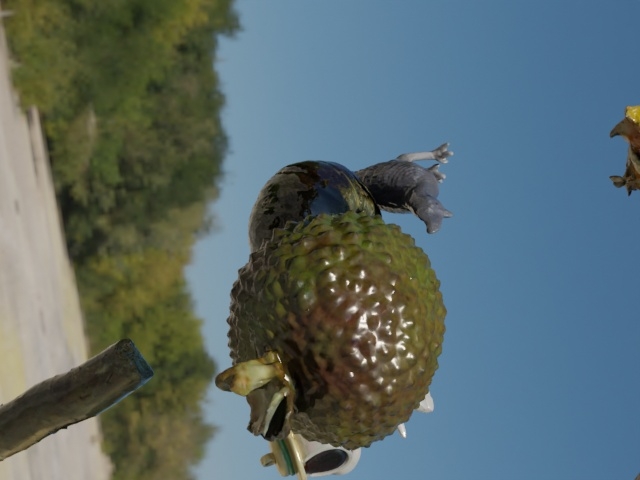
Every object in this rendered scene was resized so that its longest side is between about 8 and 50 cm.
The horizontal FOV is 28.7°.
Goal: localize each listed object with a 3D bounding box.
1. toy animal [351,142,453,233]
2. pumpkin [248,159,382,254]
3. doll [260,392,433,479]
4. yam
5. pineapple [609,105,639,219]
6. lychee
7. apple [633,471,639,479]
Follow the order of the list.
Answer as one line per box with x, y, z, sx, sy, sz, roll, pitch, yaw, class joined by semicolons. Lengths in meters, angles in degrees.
0.115;-0.093;1.956;0.367;0.206;0.081;18;-54;48;toy animal
0.002;-0.001;1.850;0.159;0.238;0.238;-11;-93;40;pumpkin
0.043;0.310;2.130;0.271;0.208;0.144;-42;-121;31;doll
-0.343;0.214;1.605;0.071;0.317;0.067;52;26;-17;yam
0.426;-0.094;1.400;0.236;0.186;0.114;11;48;-54;pineapple
0.015;0.108;1.440;0.270;0.320;0.270;40;-18;15;lychee
0.674;0.497;2.173;0.301;0.301;0.301;171;-90;-80;apple
